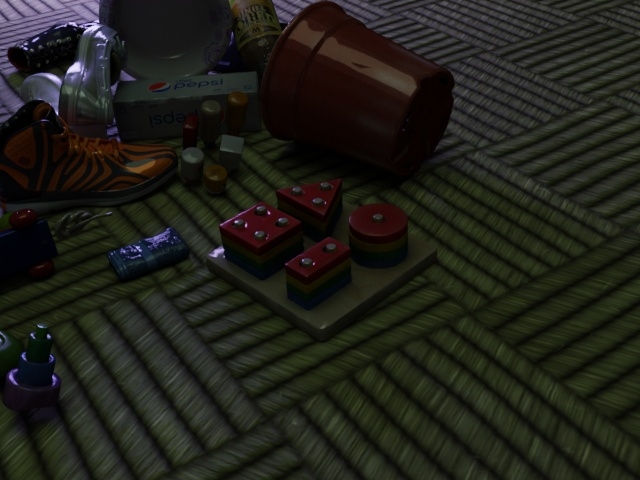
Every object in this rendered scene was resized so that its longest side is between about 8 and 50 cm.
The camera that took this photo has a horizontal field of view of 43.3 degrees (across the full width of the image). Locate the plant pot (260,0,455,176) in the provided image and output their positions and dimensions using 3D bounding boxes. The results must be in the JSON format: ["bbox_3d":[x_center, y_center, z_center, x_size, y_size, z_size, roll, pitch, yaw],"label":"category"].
[{"bbox_3d":[0.079,-0.255,1.449,0.265,0.272,0.272,29,46,25],"label":"plant pot"}]

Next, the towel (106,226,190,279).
[{"bbox_3d":[-0.269,0.021,1.263,0.119,0.029,0.067,-21,40,-24],"label":"towel"}]

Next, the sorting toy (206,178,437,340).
[{"bbox_3d":[0.000,0.000,1.218,0.257,0.089,0.255,28,46,37],"label":"sorting toy"}]

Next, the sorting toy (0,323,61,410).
[{"bbox_3d":[-0.461,0.091,1.066,0.365,0.126,0.127,23,15,33],"label":"sorting toy"}]

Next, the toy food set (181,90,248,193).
[{"bbox_3d":[-0.201,-0.167,1.494,0.111,0.104,0.232,9,53,-6],"label":"toy food set"}]

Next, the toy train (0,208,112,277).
[{"bbox_3d":[-0.465,-0.010,1.276,0.248,0.105,0.143,-23,27,-26],"label":"toy train"}]

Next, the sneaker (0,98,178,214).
[{"bbox_3d":[-0.411,-0.156,1.393,0.321,0.180,0.125,-15,37,-16],"label":"sneaker"}]

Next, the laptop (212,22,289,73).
[{"bbox_3d":[-0.089,-0.450,1.926,0.234,0.137,0.264,15,14,23],"label":"laptop"}]

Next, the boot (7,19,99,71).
[{"bbox_3d":[-0.610,-0.456,1.919,0.236,0.085,0.178,14,40,33],"label":"boot"}]

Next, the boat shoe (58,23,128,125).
[{"bbox_3d":[-0.420,-0.313,1.544,0.103,0.118,0.320,10,34,-9],"label":"boat shoe"}]

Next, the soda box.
[{"bbox_3d":[-0.263,-0.270,1.619,0.286,0.091,0.098,-5,37,-2],"label":"soda box"}]

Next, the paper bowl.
[{"bbox_3d":[-0.342,-0.496,1.777,0.284,0.284,0.148,-10,36,-9],"label":"paper bowl"}]

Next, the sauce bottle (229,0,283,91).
[{"bbox_3d":[-0.129,-0.433,1.770,0.111,0.111,0.344,-11,53,-11],"label":"sauce bottle"}]

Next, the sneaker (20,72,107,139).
[{"bbox_3d":[-0.548,-0.252,1.603,0.123,0.106,0.290,-27,43,-33],"label":"sneaker"}]
